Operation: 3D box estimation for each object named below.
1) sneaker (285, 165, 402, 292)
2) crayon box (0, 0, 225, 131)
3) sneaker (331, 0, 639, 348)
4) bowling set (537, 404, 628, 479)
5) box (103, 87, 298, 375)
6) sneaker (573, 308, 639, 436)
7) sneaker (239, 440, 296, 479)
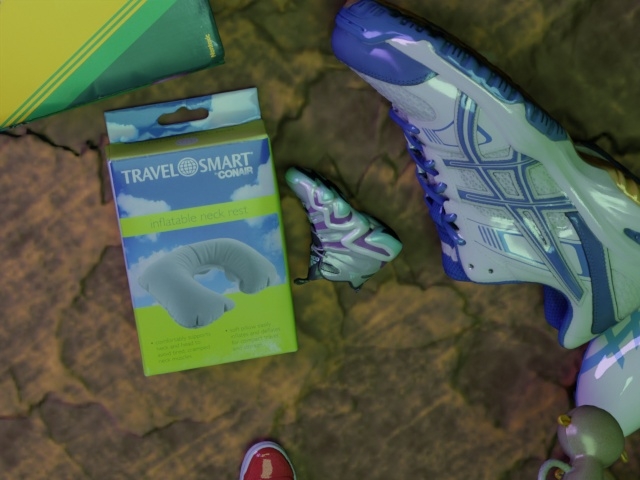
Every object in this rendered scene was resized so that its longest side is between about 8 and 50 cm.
[{"bbox_3d":[0.000,0.000,1.222,0.098,0.038,0.069,38,100,-18],"label":"sneaker"},{"bbox_3d":[-0.176,-0.220,1.093,0.165,0.081,0.278,-17,112,-1],"label":"crayon box"},{"bbox_3d":[0.108,-0.036,1.185,0.296,0.112,0.131,37,102,-18],"label":"sneaker"},{"bbox_3d":[0.224,0.215,1.296,0.287,0.200,0.154,28,64,-25],"label":"bowling set"},{"bbox_3d":[-0.079,-0.004,1.208,0.109,0.042,0.178,-10,112,-5],"label":"box"},{"bbox_3d":[0.270,0.054,1.255,0.237,0.086,0.085,-44,111,10],"label":"sneaker"},{"bbox_3d":[-0.033,0.205,1.278,0.042,0.067,0.118,-4,111,-7],"label":"sneaker"}]
